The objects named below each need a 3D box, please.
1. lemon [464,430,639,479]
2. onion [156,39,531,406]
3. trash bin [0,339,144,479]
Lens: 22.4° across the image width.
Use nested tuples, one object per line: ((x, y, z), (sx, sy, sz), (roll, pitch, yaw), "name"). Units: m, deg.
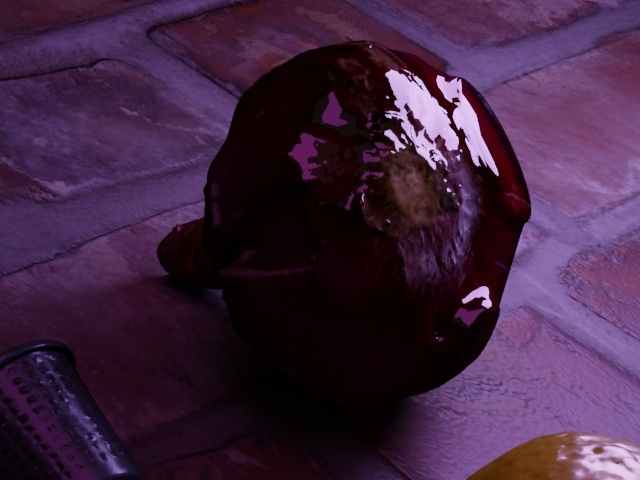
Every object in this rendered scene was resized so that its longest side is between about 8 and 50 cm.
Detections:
((0.214, 0.321, 1.325), (0.336, 0.336, 0.336), (8, 33, -5), "lemon")
((0.000, 0.000, 1.791), (0.398, 0.420, 0.398), (20, 59, -38), "onion")
((-0.257, 0.210, 1.502), (0.175, 0.175, 0.161), (-23, 59, -41), "trash bin")
